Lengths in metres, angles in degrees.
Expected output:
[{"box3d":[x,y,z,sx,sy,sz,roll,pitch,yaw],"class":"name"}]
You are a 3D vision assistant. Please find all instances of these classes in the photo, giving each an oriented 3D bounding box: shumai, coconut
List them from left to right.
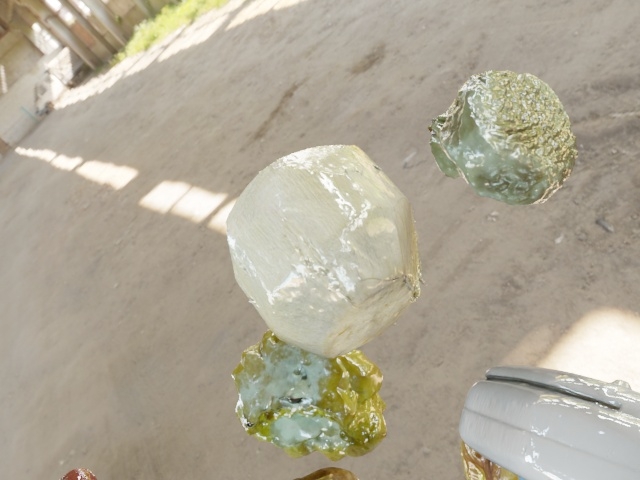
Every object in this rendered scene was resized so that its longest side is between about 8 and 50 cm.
[{"box3d":[0.000,0.000,1.043,0.346,0.346,0.360,-41,63,6],"class":"coconut"},{"box3d":[0.269,-0.138,0.955,0.222,0.225,0.261,-40,8,44],"class":"shumai"}]

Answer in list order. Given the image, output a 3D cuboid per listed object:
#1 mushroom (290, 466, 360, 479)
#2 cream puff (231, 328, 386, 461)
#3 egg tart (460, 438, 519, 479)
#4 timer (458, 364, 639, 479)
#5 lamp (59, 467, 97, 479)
[{"box3d":[-0.034,0.485,1.061,0.285,0.151,0.156,-17,45,-26],"class":"mushroom"},{"box3d":[-0.014,0.319,1.270,0.323,0.270,0.274,-5,57,17],"class":"cream puff"},{"box3d":[0.520,0.660,1.644,0.178,0.443,0.443,2,36,-1],"class":"egg tart"},{"box3d":[0.236,0.159,0.423,0.262,0.237,0.087,113,176,-80],"class":"timer"},{"box3d":[-0.417,0.443,1.004,0.101,0.090,0.101,-13,73,51],"class":"lamp"}]
